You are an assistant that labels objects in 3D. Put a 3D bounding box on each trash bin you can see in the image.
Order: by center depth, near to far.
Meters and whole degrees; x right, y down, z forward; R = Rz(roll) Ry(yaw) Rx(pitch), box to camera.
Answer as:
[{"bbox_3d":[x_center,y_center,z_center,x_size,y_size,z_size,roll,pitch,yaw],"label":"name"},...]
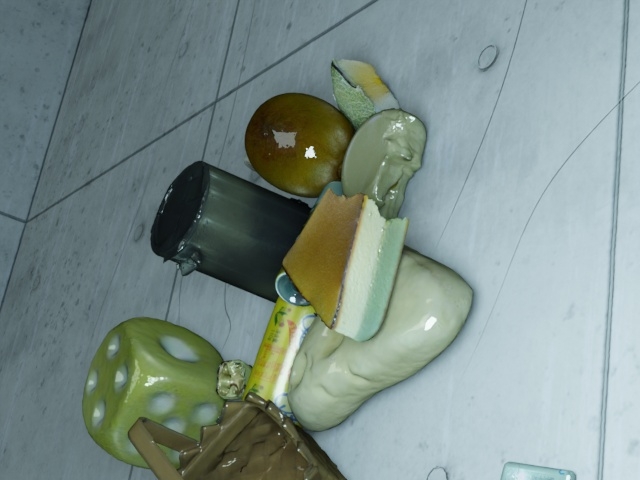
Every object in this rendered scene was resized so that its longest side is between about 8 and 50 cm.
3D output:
[{"bbox_3d":[-0.144,-0.012,1.981,0.203,0.302,0.252,-38,41,40],"label":"trash bin"}]

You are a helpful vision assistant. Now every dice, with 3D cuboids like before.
[{"bbox_3d":[-0.341,0.313,2.146,0.233,0.227,0.238,-60,32,15],"label":"dice"}]

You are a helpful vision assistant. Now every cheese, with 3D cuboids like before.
[{"bbox_3d":[0.092,0.162,1.652,0.328,0.130,0.351,12,78,61],"label":"cheese"},{"bbox_3d":[0.110,-0.126,1.871,0.175,0.091,0.202,-13,61,54],"label":"cheese"}]

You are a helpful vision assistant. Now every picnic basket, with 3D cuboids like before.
[{"bbox_3d":[-0.135,0.391,1.617,0.291,0.321,0.254,-51,46,3],"label":"picnic basket"}]

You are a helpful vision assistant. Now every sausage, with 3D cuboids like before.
[{"bbox_3d":[-0.053,0.215,1.856,0.123,0.123,0.347,3,72,58],"label":"sausage"}]

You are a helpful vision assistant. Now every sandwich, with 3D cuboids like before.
[{"bbox_3d":[0.054,0.028,1.586,0.186,0.108,0.220,-56,31,11],"label":"sandwich"}]

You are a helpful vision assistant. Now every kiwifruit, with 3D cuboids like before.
[{"bbox_3d":[-0.034,-0.182,2.032,0.234,0.196,0.196,37,103,37],"label":"kiwifruit"}]

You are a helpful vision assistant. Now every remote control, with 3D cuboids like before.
[{"bbox_3d":[0.281,0.319,1.362,0.124,0.018,0.053,-9,63,56],"label":"remote control"}]

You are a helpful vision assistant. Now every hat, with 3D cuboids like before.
[{"bbox_3d":[-0.162,0.277,2.053,0.076,0.059,0.077,-12,64,36],"label":"hat"}]

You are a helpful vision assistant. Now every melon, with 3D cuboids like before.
[{"bbox_3d":[0.091,-0.259,2.021,0.202,0.093,0.139,53,148,26],"label":"melon"}]

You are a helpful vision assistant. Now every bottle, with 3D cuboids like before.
[{"bbox_3d":[0.000,0.000,1.863,0.082,0.082,0.286,-40,16,37],"label":"bottle"}]

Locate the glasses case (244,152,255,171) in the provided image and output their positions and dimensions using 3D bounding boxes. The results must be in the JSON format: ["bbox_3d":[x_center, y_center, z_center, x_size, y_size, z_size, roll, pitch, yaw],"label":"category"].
[{"bbox_3d":[-0.090,-0.185,2.237,0.204,0.081,0.051,-20,51,53],"label":"glasses case"}]
